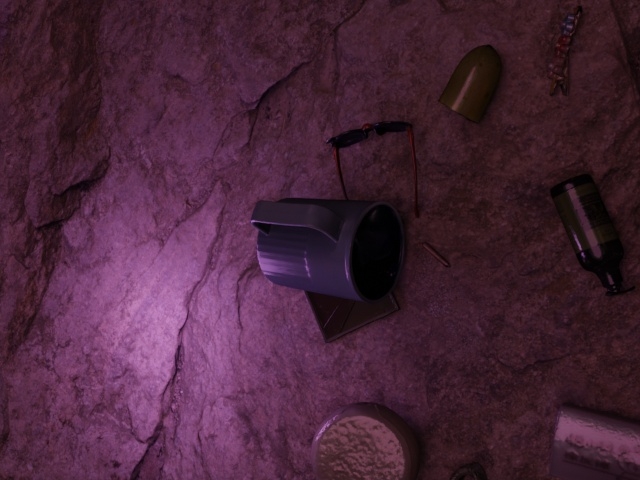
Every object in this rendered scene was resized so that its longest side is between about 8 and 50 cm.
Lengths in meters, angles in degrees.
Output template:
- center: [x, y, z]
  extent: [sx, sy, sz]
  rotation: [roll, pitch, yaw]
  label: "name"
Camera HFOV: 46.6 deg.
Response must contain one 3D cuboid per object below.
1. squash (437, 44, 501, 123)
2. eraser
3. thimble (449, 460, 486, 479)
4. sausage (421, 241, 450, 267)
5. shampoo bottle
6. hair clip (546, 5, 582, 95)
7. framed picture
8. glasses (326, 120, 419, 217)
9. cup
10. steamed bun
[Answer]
- center: [0.381, -0.393, 1.831]
  extent: [0.123, 0.123, 0.186]
  rotation: [33, 101, 25]
  label: "squash"
- center: [0.669, 0.485, 1.682]
  extent: [0.270, 0.095, 0.174]
  rotation: [11, 98, 29]
  label: "eraser"
- center: [0.369, 0.610, 1.861]
  extent: [0.084, 0.062, 0.110]
  rotation: [22, 100, 28]
  label: "thimble"
- center: [0.299, 0.036, 1.927]
  extent: [0.100, 0.015, 0.015]
  rotation: [44, 109, 22]
  label: "sausage"
- center: [0.624, -0.007, 1.701]
  extent: [0.101, 0.101, 0.284]
  rotation: [-25, 79, 26]
  label: "shampoo bottle"
- center: [0.572, -0.448, 1.758]
  extent: [0.056, 0.062, 0.214]
  rotation: [6, 99, -2]
  label: "hair clip"
- center: [0.080, 0.155, 2.046]
  extent: [0.250, 0.016, 0.184]
  rotation: [-30, 76, 26]
  label: "framed picture"
- center: [0.148, -0.176, 1.953]
  extent: [0.234, 0.118, 0.268]
  rotation: [-12, 84, 27]
  label: "glasses"
- center: [0.002, 0.020, 1.904]
  extent: [0.311, 0.331, 0.257]
  rotation: [6, 100, 36]
  label: "cup"
- center: [0.121, 0.554, 1.927]
  extent: [0.283, 0.177, 0.283]
  rotation: [0, 90, 17]
  label: "steamed bun"
